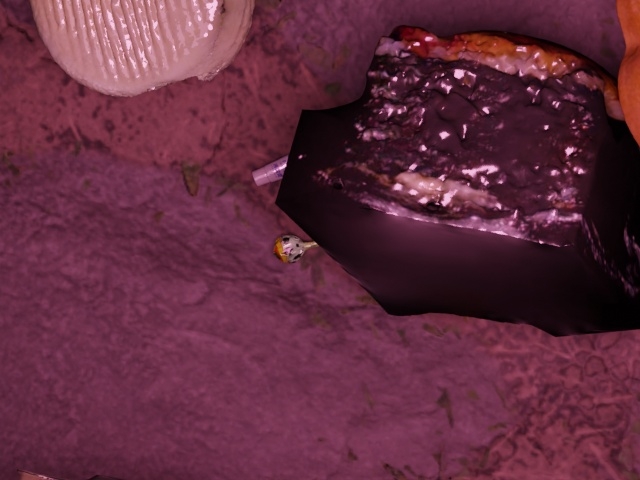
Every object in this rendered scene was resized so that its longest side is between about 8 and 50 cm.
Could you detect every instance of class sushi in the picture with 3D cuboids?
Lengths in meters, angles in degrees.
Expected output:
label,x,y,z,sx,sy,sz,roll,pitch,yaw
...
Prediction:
label,x,y,z,sx,sy,sz,roll,pitch,yaw
sushi,0.131,-0.061,1.543,0.227,0.215,0.212,2,66,31

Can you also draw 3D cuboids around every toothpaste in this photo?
label,x,y,z,sx,sy,sz,roll,pitch,yaw
toothpaste,-0.019,-0.069,1.673,0.083,0.015,0.024,-21,102,9

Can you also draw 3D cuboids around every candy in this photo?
label,x,y,z,sx,sy,sz,roll,pitch,yaw
candy,0.000,0.000,1.677,0.083,0.023,0.025,-15,80,7

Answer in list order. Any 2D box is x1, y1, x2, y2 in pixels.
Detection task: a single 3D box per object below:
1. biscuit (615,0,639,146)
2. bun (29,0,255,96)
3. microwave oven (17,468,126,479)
label,x,y,z,sx,sy,sz,roll,pitch,yaw
biscuit,0.311,-0.102,1.534,0.044,0.186,0.295,-14,94,52
bun,-0.148,-0.232,1.628,0.221,0.108,0.221,4,103,19
microwave oven,-0.064,0.383,1.565,0.394,0.247,0.333,12,81,28
